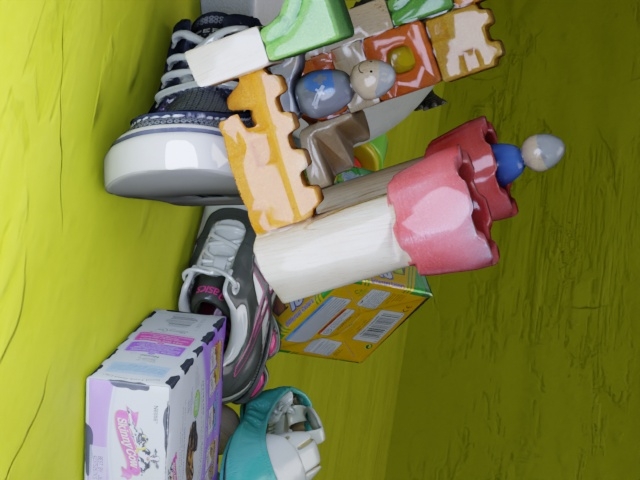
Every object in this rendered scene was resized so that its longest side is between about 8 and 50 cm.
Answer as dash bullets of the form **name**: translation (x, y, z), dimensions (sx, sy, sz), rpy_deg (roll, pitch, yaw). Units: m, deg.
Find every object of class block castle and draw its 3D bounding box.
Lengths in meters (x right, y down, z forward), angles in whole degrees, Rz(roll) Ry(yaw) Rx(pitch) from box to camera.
- **block castle**: translation (0.024, -0.201, 1.122), dimensions (0.303, 0.213, 0.453), rpy_deg (-39, 110, -76)

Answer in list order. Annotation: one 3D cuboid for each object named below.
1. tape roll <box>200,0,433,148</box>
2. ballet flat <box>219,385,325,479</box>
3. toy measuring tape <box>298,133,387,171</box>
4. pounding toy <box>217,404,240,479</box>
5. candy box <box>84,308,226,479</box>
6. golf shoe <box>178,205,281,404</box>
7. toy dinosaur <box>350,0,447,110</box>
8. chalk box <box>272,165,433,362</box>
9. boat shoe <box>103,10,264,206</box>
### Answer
- **tape roll**: translation (0.037, -0.280, 1.517), dimensions (0.392, 0.072, 0.392), rpy_deg (-32, 133, -41)
- **ballet flat**: translation (-0.041, 0.197, 1.458), dimensions (0.247, 0.087, 0.083), rpy_deg (-80, 149, -74)
- **toy measuring tape**: translation (0.028, -0.162, 1.982), dimensions (0.330, 0.121, 0.121), rpy_deg (86, 13, -47)
- **pounding toy**: translation (-0.086, 0.299, 1.568), dimensions (0.183, 0.110, 0.237), rpy_deg (73, 25, -69)
- **candy box**: translation (-0.136, 0.163, 1.279), dimensions (0.196, 0.070, 0.165), rpy_deg (-54, 149, -74)
- **golf shoe**: translation (-0.078, 0.023, 1.468), dimensions (0.120, 0.105, 0.273), rpy_deg (19, 77, -74)
- **toy dinosaur**: translation (0.079, -0.228, 1.871), dimensions (0.313, 0.121, 0.160), rpy_deg (-42, 115, -73)
- **chalk box**: translation (0.000, 0.000, 1.594), dimensions (0.132, 0.132, 0.213), rpy_deg (-46, -131, 34)
- **boat shoe**: translation (-0.099, -0.113, 1.232), dimensions (0.340, 0.127, 0.158), rpy_deg (41, 48, -88)
